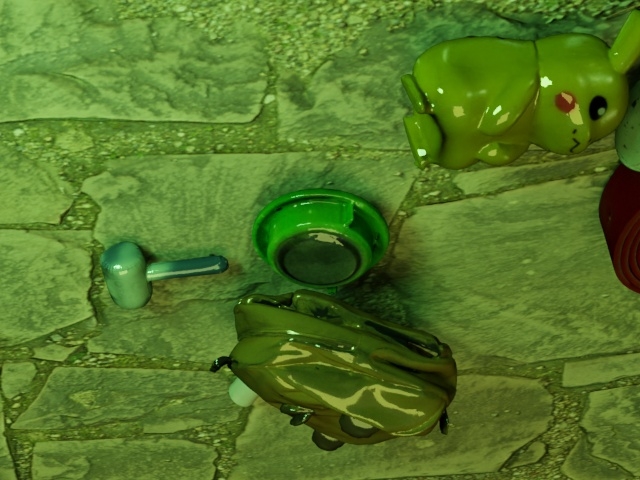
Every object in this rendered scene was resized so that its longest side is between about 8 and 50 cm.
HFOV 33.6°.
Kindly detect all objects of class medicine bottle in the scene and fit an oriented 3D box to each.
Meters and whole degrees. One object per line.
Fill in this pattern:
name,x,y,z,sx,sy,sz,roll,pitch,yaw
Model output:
medicine bottle,-0.122,0.252,1.882,0.052,0.052,0.089,21,132,-22

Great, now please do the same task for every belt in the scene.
belt,0.545,-0.058,1.535,0.227,0.115,0.324,15,133,-19

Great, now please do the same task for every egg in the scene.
egg,0.462,-0.156,1.414,0.131,0.131,0.164,13,130,-15

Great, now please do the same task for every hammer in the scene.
hammer,-0.240,0.048,1.657,0.194,0.069,0.116,-7,136,-1

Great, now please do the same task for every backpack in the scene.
backpack,0.020,0.212,1.698,0.378,0.201,0.353,19,162,-5

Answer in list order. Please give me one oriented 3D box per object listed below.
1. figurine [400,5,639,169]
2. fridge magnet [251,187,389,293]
figurine,0.266,-0.183,1.360,0.327,0.169,0.218,-2,152,3
fridge magnet,0.000,0.000,1.593,0.208,0.088,0.208,2,141,2
